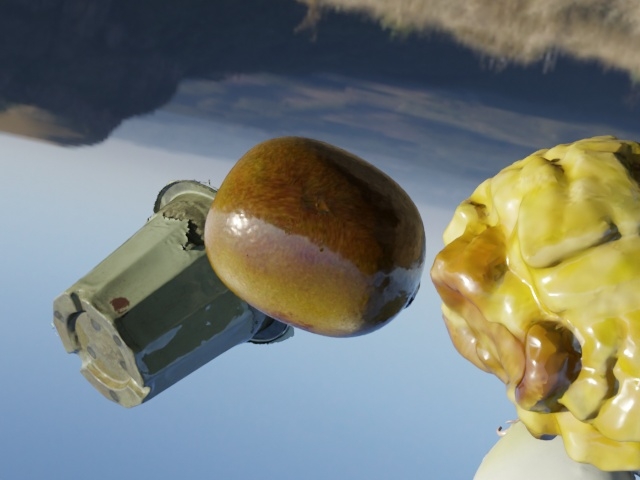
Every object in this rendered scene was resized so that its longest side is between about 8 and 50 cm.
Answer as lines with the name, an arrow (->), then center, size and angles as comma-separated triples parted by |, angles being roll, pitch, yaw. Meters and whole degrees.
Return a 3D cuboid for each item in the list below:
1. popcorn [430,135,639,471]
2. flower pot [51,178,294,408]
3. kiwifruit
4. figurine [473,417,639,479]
popcorn -> 0.253, 0.047, 0.840 | 0.332, 0.265, 0.225 | 1, 147, -15
flower pot -> -0.212, 0.087, 1.477 | 0.290, 0.290, 0.259 | 16, -140, 39
kiwifruit -> 0.000, 0.000, 1.113 | 0.234, 0.196, 0.196 | 33, -174, 2
figurine -> 0.320, 0.316, 1.368 | 0.226, 0.274, 0.394 | -26, -171, 16
